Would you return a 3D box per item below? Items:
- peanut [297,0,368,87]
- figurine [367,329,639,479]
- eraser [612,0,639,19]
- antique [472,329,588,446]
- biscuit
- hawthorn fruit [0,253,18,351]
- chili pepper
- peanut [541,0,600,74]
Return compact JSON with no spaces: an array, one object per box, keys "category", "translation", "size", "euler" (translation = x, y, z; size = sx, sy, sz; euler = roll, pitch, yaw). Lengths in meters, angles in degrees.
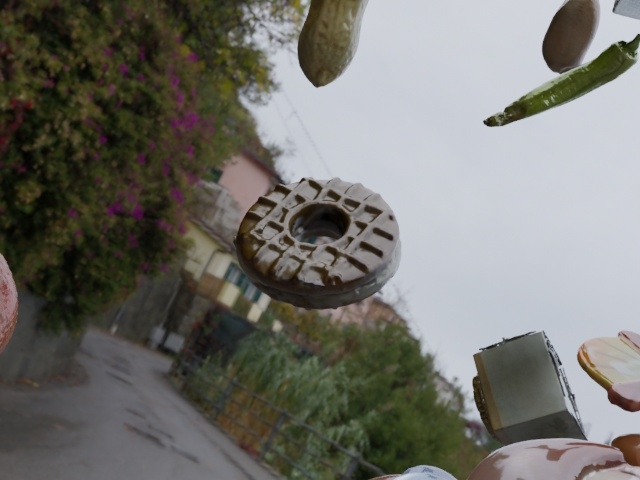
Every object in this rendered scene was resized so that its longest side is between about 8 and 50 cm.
[{"category":"peanut","translation":[0.022,-0.399,1.421],"size":[0.111,0.274,0.125],"euler":[11,22,-13]},{"category":"figurine","translation":[0.212,0.210,0.549],"size":[0.276,0.388,0.248],"euler":[53,-37,40]},{"category":"eraser","translation":[0.400,-0.293,0.950],"size":[0.096,0.052,0.225],"euler":[18,9,12]},{"category":"antique","translation":[0.330,0.251,1.324],"size":[0.148,0.151,0.146],"euler":[-23,-42,17]},{"category":"biscuit","translation":[0.000,0.000,1.620],"size":[0.332,0.332,0.103],"euler":[21,-43,21]},{"category":"hawthorn fruit","translation":[-0.574,0.114,1.152],"size":[0.275,0.275,0.299],"euler":[28,-43,-8]},{"category":"chili pepper","translation":[0.300,-0.186,1.010],"size":[0.043,0.208,0.049],"euler":[57,16,-14]},{"category":"peanut","translation":[0.392,-0.329,1.271],"size":[0.076,0.076,0.152],"euler":[22,-56,16]}]
